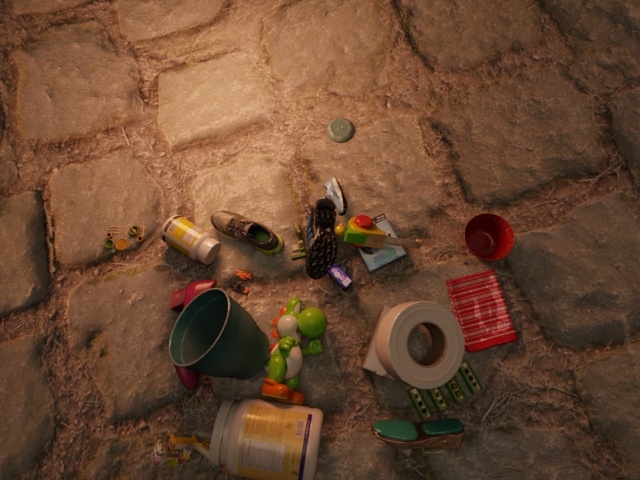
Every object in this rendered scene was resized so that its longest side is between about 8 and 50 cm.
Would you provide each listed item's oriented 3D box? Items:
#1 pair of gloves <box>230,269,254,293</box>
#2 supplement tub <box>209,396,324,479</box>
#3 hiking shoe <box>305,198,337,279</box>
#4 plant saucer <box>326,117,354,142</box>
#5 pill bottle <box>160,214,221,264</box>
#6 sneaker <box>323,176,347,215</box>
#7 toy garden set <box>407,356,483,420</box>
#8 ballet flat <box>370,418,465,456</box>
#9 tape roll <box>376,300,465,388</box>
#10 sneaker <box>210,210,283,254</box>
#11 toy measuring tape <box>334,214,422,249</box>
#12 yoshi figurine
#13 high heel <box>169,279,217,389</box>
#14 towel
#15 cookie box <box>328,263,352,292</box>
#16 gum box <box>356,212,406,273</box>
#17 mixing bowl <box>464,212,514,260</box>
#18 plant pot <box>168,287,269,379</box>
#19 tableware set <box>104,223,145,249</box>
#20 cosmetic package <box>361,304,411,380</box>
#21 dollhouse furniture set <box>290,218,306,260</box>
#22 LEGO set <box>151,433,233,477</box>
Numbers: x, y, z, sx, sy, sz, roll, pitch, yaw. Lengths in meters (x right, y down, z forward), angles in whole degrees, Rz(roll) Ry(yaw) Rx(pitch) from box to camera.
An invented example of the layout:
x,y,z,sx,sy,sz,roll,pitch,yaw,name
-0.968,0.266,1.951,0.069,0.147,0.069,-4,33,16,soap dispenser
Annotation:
x,y,z,sx,sy,sz,roll,pitch,yaw,name
-0.299,0.157,1.703,0.074,0.010,0.083,20,78,6,pair of gloves
-0.166,0.645,1.441,0.331,0.241,0.241,8,75,5,supplement tub
0.000,0.000,1.683,0.113,0.132,0.304,12,78,-13,hiking shoe
0.083,-0.466,1.861,0.119,0.021,0.120,0,75,1,plant saucer
-0.492,0.000,1.699,0.208,0.119,0.119,31,77,10,pill bottle
0.056,-0.167,1.768,0.073,0.063,0.162,-23,69,14,sneaker
0.417,0.482,1.565,0.244,0.049,0.204,-26,75,-5,toy garden set
0.327,0.667,1.493,0.315,0.107,0.106,-1,108,3,ballet flat
0.336,0.344,1.493,0.285,0.100,0.287,3,81,-16,tape roll
-0.285,-0.046,1.703,0.299,0.121,0.111,20,75,7,sneaker
0.211,-0.029,1.659,0.329,0.121,0.122,6,74,-13,toy measuring tape
-0.072,0.372,1.545,0.202,0.203,0.363,17,62,-14,yoshi figurine
-0.435,0.327,1.594,0.181,0.127,0.378,-18,71,8,high heel
0.591,0.256,1.635,0.198,0.031,0.275,-12,74,-2,towel
0.074,0.141,1.645,0.092,0.107,0.040,43,81,13,cookie box
0.215,0.010,1.711,0.156,0.041,0.185,-26,75,-5,gum box
0.617,-0.001,1.671,0.181,0.098,0.182,-1,73,2,mixing bowl
-0.320,0.339,1.502,0.271,0.255,0.272,-25,43,26,plant pot
-0.775,-0.014,1.762,0.154,0.024,0.104,1,74,2,tableware set
0.241,0.364,1.580,0.127,0.107,0.238,22,79,6,cosmetic package
-0.098,-0.002,1.708,0.058,0.076,0.152,-14,75,-3,dollhouse furniture set
-0.425,0.742,1.496,0.286,0.132,0.107,24,93,-15,LEGO set
